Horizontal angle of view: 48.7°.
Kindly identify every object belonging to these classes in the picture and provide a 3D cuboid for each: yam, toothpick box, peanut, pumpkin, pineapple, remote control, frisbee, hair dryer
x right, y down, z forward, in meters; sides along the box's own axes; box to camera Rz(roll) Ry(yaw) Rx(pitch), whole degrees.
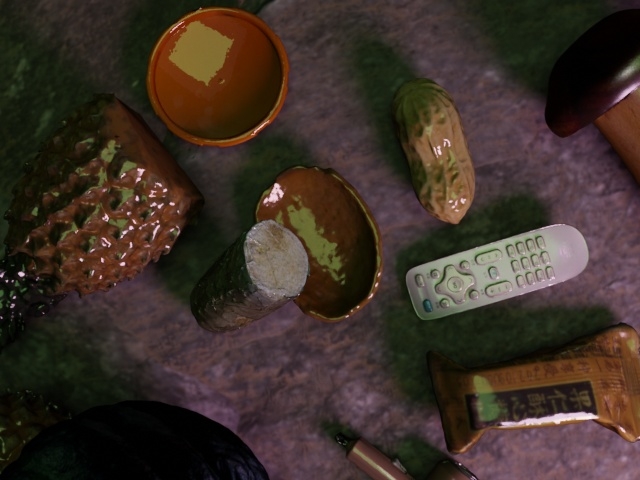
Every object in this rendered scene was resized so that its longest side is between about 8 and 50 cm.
[{"bbox_3d":[-0.086,0.049,0.850,0.107,0.183,0.107,14,62,-28],"label":"yam"},{"bbox_3d":[0.408,-0.134,0.845,0.192,0.192,0.294,-41,90,-3],"label":"toothpick box"},{"bbox_3d":[0.147,-0.115,0.895,0.083,0.093,0.194,-15,81,-14],"label":"peanut"},{"bbox_3d":[-0.199,0.345,0.727,0.266,0.363,0.363,23,85,28],"label":"pumpkin"},{"bbox_3d":[-0.383,0.255,0.842,0.193,0.166,0.166,12,84,16],"label":"pineapple"},{"bbox_3d":[0.224,0.038,0.901,0.229,0.044,0.073,-18,89,8],"label":"remote control"},{"bbox_3d":[-0.135,-0.216,0.942,0.192,0.035,0.192,0,84,3],"label":"frisbee"},{"bbox_3d":[0.095,0.290,0.870,0.181,0.064,0.117,36,85,11],"label":"hair dryer"},{"bbox_3d":[-0.314,0.002,0.853,0.362,0.202,0.202,-43,84,4],"label":"pineapple"}]

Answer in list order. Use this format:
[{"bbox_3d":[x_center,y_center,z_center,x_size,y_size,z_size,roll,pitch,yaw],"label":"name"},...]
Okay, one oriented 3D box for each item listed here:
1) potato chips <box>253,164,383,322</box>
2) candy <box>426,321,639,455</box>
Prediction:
[{"bbox_3d":[0.000,0.000,0.907,0.150,0.049,0.202,-36,86,3],"label":"potato chips"},{"bbox_3d":[0.270,0.185,0.857,0.271,0.101,0.143,-7,78,-5],"label":"candy"}]
